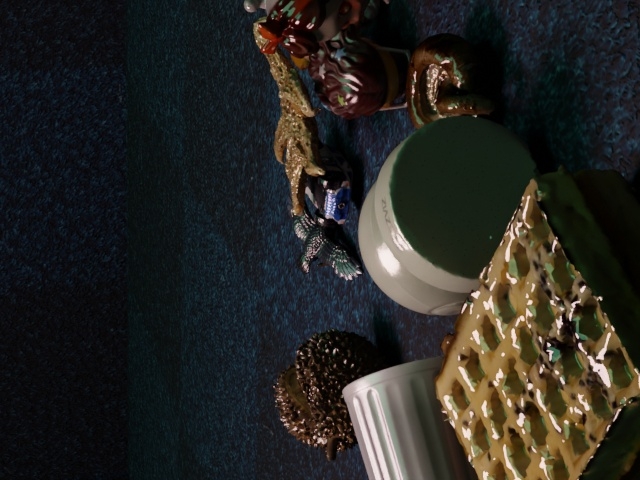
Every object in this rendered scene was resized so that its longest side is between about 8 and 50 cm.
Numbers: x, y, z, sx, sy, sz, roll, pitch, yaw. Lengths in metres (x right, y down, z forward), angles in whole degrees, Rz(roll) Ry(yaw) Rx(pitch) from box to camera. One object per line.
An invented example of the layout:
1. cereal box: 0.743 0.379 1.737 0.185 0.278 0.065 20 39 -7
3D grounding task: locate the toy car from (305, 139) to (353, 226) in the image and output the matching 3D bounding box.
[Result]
1. toy car: 0.006 -0.093 2.107 0.170 0.070 0.080 -123 33 -53

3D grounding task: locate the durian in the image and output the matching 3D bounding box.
1. durian: 0.016 0.227 2.004 0.196 0.167 0.196 -176 90 -84

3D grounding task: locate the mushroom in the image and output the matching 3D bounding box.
1. mushroom: 0.156 -0.168 1.602 0.170 0.080 0.135 -138 33 -64

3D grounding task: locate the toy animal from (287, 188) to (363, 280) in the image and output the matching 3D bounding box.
1. toy animal: 0.000 0.000 2.166 0.220 0.062 0.108 54 145 35

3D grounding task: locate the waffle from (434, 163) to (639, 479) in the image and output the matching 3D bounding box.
1. waffle: 0.237 0.137 1.361 0.376 0.114 0.261 108 148 -51

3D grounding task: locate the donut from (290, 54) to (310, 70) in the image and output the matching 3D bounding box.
1. donut: -0.001 -0.342 2.075 0.162 0.066 0.178 -170 76 -67

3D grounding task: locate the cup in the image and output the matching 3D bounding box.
1. cup: 0.146 0.255 1.697 0.167 0.221 0.202 -26 70 35

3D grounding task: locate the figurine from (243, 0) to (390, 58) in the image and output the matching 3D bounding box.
1. figurine: 0.012 -0.305 1.683 0.160 0.226 0.183 52 164 -10

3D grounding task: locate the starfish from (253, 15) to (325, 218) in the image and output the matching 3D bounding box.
1. starfish: -0.033 -0.160 2.008 0.302 0.060 0.299 92 160 -58

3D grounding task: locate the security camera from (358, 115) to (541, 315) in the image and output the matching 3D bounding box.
1. security camera: 0.133 -0.014 1.548 0.236 0.195 0.194 124 138 -68

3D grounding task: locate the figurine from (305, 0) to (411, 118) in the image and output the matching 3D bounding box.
1. figurine: 0.036 -0.245 1.895 0.240 0.116 0.174 -125 34 -58
